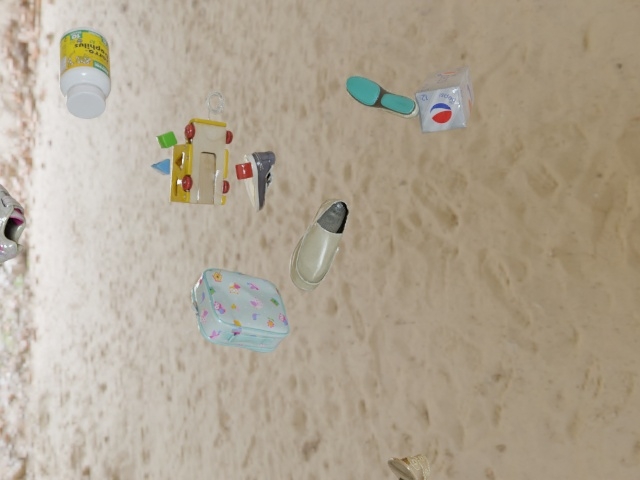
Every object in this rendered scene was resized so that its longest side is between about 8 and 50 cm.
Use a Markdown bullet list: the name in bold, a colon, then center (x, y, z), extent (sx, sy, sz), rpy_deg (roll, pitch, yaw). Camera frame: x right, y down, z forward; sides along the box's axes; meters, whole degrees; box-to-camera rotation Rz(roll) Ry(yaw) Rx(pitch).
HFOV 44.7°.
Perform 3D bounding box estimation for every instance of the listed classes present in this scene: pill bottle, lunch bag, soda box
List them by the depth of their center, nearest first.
- **soda box**: center (0.280, -0.316, 1.719), extent (0.286, 0.098, 0.091), rpy_deg (-56, -44, -65)
- **pill bottle**: center (-0.551, -0.390, 1.820), extent (0.118, 0.117, 0.209), rpy_deg (123, 143, -47)
- **lunch bag**: center (-0.230, 0.203, 2.197), extent (0.108, 0.279, 0.224), rpy_deg (-47, 45, 33)

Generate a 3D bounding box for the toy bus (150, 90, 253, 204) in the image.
- **toy bus**: center (-0.245, -0.163, 1.541), extent (0.104, 0.202, 0.191), rpy_deg (4, 135, 49)

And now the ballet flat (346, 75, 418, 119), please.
- **ballet flat**: center (0.126, -0.288, 1.607), extent (0.168, 0.052, 0.057), rpy_deg (29, 88, 19)

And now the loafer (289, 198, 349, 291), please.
- **loafer**: center (0.000, 0.000, 1.967), extent (0.092, 0.101, 0.269), rpy_deg (134, 158, -66)

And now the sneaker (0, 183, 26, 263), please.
- **sneaker**: center (-0.660, -0.061, 1.596), extent (0.103, 0.111, 0.252), rpy_deg (60, -161, -78)

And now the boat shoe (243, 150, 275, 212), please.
- **boat shoe**: center (-0.127, -0.127, 1.701), extent (0.206, 0.064, 0.075), rpy_deg (96, 150, -63)

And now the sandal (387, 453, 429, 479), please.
- **sandal**: center (0.217, 0.535, 1.815), extent (0.088, 0.079, 0.240), rpy_deg (31, 154, 30)
